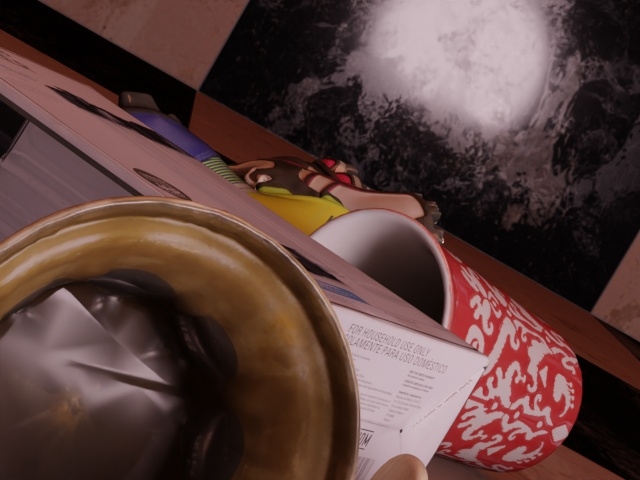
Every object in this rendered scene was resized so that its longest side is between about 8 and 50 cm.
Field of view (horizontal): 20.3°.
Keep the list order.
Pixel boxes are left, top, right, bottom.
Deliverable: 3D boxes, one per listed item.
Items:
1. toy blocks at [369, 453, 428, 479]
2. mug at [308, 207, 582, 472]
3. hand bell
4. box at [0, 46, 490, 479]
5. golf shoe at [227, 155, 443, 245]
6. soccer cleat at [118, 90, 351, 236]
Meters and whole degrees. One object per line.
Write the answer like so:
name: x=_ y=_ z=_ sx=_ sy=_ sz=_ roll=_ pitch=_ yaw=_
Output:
toy blocks: x=0.090 y=0.144 z=0.660 sx=0.148 sy=0.054 sz=0.123 roll=28 pitch=7 yaw=-18
mug: x=0.058 y=0.049 z=0.965 sx=0.169 sy=0.113 sz=0.150 roll=29 pitch=32 yaw=-50
hand bell: x=-0.098 y=0.039 z=0.552 sx=0.126 sy=0.126 sz=0.242 roll=27 pitch=-6 yaw=-26
box: x=-0.086 y=0.005 z=0.803 sx=0.290 sy=0.087 sz=0.169 roll=34 pitch=7 yaw=34
golf shoe: x=0.000 y=0.000 z=1.308 sx=0.120 sy=0.105 sz=0.273 roll=10 pitch=8 yaw=-23
soccer cleat: x=-0.045 y=0.015 z=1.049 sx=0.289 sy=0.093 sz=0.121 roll=29 pitch=35 yaw=-50
